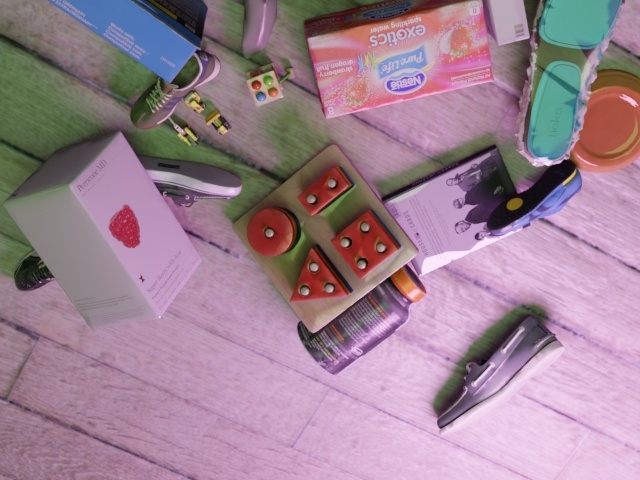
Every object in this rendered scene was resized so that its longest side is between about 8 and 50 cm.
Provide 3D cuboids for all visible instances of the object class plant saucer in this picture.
[{"bbox_3d":[0.531,-0.216,1.937,0.200,0.037,0.200,-2,114,-4],"label":"plant saucer"}]

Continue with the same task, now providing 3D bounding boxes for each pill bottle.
[{"bbox_3d":[0.085,0.141,2.013,0.246,0.130,0.130,-38,111,13],"label":"pill bottle"}]

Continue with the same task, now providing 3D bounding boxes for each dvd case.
[{"bbox_3d":[0.259,-0.055,1.994,0.239,0.029,0.179,-25,113,7],"label":"dvd case"}]

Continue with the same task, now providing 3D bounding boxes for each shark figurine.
[{"bbox_3d":[-0.131,-0.443,1.740,0.166,0.116,0.278,-35,122,7],"label":"shark figurine"}]

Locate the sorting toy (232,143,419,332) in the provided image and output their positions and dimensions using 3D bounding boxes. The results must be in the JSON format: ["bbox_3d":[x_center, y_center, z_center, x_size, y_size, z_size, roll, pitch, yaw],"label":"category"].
[{"bbox_3d":[0.000,0.000,1.915,0.255,0.089,0.257,-38,86,12],"label":"sorting toy"}]

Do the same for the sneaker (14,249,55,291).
[{"bbox_3d":[-0.503,0.045,1.963,0.178,0.077,0.072,-31,111,10],"label":"sneaker"}]

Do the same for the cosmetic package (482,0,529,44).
[{"bbox_3d":[0.298,-0.463,1.782,0.060,0.099,0.239,-14,113,5],"label":"cosmetic package"}]

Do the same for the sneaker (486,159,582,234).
[{"bbox_3d":[0.407,-0.062,1.957,0.209,0.069,0.082,-36,129,-9],"label":"sneaker"}]

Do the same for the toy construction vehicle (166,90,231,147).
[{"bbox_3d":[-0.223,-0.213,1.890,0.086,0.035,0.098,-35,111,11],"label":"toy construction vehicle"}]

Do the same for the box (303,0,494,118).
[{"bbox_3d":[0.132,-0.328,1.804,0.300,0.142,0.154,-12,115,2],"label":"box"}]

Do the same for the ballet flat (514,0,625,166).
[{"bbox_3d":[0.421,-0.333,1.828,0.147,0.147,0.408,12,111,-9],"label":"ballet flat"}]

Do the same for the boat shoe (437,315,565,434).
[{"bbox_3d":[0.349,0.279,2.128,0.319,0.116,0.099,-43,66,21],"label":"boat shoe"}]

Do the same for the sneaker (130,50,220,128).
[{"bbox_3d":[-0.267,-0.269,1.827,0.192,0.086,0.064,-36,82,9],"label":"sneaker"}]

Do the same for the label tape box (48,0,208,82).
[{"bbox_3d":[-0.307,-0.369,1.654,0.241,0.333,0.106,34,107,-16],"label":"label tape box"}]

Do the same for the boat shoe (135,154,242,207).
[{"bbox_3d":[-0.260,-0.098,1.918,0.229,0.080,0.076,8,119,-6],"label":"boat shoe"}]

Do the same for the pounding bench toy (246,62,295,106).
[{"bbox_3d":[-0.084,-0.281,1.853,0.083,0.065,0.052,-20,113,5],"label":"pounding bench toy"}]

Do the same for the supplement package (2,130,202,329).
[{"bbox_3d":[-0.381,-0.014,1.855,0.175,0.177,0.293,-12,121,34],"label":"supplement package"}]
